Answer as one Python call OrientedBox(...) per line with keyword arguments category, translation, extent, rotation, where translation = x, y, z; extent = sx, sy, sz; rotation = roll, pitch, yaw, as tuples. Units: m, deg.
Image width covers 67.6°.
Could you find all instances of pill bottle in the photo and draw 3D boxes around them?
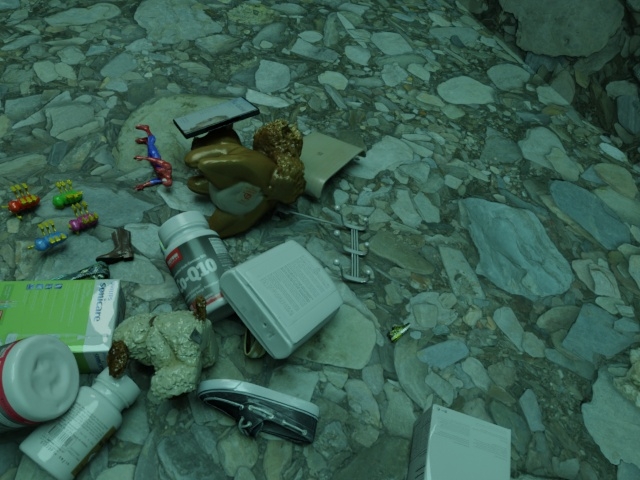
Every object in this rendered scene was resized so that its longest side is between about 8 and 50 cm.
OrientedBox(category="pill bottle", translation=(-0.323, 0.072, 1.301), extent=(0.161, 0.161, 0.283), rotation=(-23, 73, -27))
OrientedBox(category="pill bottle", translation=(-0.516, 0.397, 1.052), extent=(0.131, 0.131, 0.229), rotation=(30, 52, 12))
OrientedBox(category="pill bottle", translation=(-0.692, 0.319, 0.993), extent=(0.319, 0.176, 0.176), rotation=(-18, 52, 10))

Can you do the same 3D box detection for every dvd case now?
OrientedBox(category="dvd case", translation=(-0.342, -0.405, 1.563), extent=(0.253, 0.022, 0.180), rotation=(-24, 36, -16))

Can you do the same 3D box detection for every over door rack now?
OrientedBox(category="over door rack", translation=(0.000, 0.000, 1.499), extent=(0.325, 0.108, 0.239), rotation=(7, 50, -6))

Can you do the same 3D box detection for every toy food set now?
OrientedBox(category="toy food set", translation=(-0.004, -0.280, 1.750), extent=(0.220, 0.092, 0.306), rotation=(27, 49, 24))

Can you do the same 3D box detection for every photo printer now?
OrientedBox(category="photo printer", translation=(-0.084, 0.136, 1.262), extent=(0.256, 0.107, 0.308), rotation=(50, 34, 6))

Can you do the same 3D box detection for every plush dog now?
OrientedBox(category="plush dog", translation=(-0.378, 0.231, 1.128), extent=(0.226, 0.210, 0.262), rotation=(2, 12, 4))

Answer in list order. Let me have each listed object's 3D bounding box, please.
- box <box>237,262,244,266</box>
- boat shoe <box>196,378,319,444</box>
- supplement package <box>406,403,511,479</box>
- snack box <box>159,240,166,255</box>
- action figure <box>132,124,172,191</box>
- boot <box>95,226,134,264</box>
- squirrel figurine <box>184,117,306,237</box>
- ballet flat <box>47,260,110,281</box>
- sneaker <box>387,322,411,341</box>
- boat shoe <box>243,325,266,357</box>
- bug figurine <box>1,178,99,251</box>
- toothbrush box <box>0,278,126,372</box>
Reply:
OrientedBox(category="box", translation=(-0.150, 0.158, 1.370), extent=(0.088, 0.058, 0.232), rotation=(-23, 59, -26))
OrientedBox(category="boat shoe", translation=(-0.154, 0.415, 1.139), extent=(0.302, 0.108, 0.102), rotation=(18, 49, -7))
OrientedBox(category="supplement package", translation=(0.318, 0.528, 1.113), extent=(0.194, 0.149, 0.203), rotation=(18, 50, 3))
OrientedBox(category="snack box", translation=(-0.403, 0.047, 1.419), extent=(0.100, 0.037, 0.141), rotation=(-24, 62, -26))
OrientedBox(category="action figure", translation=(-0.590, -0.269, 1.601), extent=(0.139, 0.091, 0.280), rotation=(-19, 57, -33))
OrientedBox(category="boot", translation=(-0.608, 0.013, 1.403), extent=(0.107, 0.037, 0.114), rotation=(-3, 55, -31))
OrientedBox(category="squirrel figurine", translation=(-0.244, -0.251, 1.564), extent=(0.398, 0.280, 0.370), rotation=(-14, 42, -12))
OrientedBox(category="ballet flat", translation=(-0.659, 0.116, 1.287), extent=(0.189, 0.070, 0.070), rotation=(-29, 62, -34))
OrientedBox(category="sneaker", translation=(0.229, 0.258, 1.388), extent=(0.083, 0.031, 0.035), rotation=(-31, 63, -31))
OrientedBox(category="boat shoe", translation=(-0.170, 0.214, 1.268), extent=(0.068, 0.072, 0.189), rotation=(-8, 70, 23))
OrientedBox(category="bug figurine", translation=(-0.787, -0.074, 1.413), extent=(0.216, 0.072, 0.279), rotation=(-27, 56, -36))
OrientedBox(category="toothbrush box", translation=(-0.647, 0.213, 1.179), extent=(0.284, 0.122, 0.206), rotation=(-1, 51, -12))
